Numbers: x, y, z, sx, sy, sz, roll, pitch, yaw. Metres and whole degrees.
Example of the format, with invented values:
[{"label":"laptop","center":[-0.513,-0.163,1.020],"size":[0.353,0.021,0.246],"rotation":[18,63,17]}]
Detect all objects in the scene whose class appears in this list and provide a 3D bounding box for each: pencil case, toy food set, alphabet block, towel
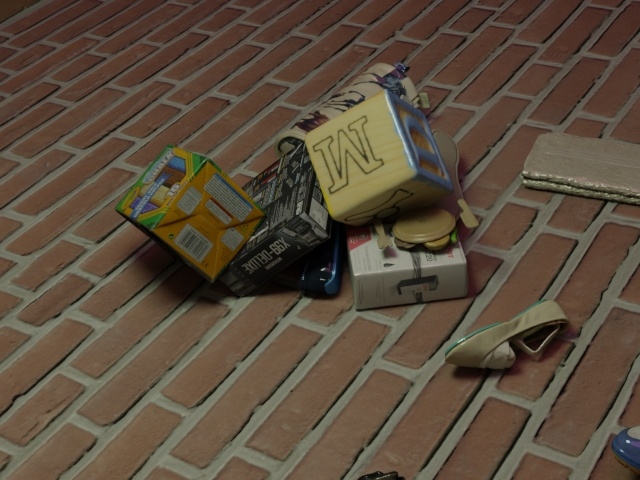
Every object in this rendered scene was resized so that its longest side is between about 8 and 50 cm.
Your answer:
[{"label":"pencil case","center":[0.070,-0.263,2.327],"size":[0.183,0.160,0.410],"rotation":[6,35,41]},{"label":"toy food set","center":[0.199,-0.019,1.933],"size":[0.192,0.039,0.132],"rotation":[-12,29,0]},{"label":"alphabet block","center":[0.116,-0.150,1.983],"size":[0.197,0.192,0.194],"rotation":[-27,67,23]},{"label":"towel","center":[0.587,-0.157,2.194],"size":[0.282,0.049,0.187],"rotation":[13,42,23]}]

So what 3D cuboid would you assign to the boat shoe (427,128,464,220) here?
[{"label":"boat shoe","center":[0.238,-0.106,2.163],"size":[0.112,0.095,0.335],"rotation":[28,40,-13]}]

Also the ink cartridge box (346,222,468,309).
[{"label":"ink cartridge box","center":[0.165,0.042,1.956],"size":[0.217,0.092,0.159],"rotation":[-6,36,-2]}]

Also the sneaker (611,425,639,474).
[{"label":"sneaker","center":[0.584,0.285,1.496],"size":[0.296,0.131,0.112],"rotation":[2,26,1]}]

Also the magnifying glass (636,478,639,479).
[{"label":"magnifying glass","center":[0.479,0.377,1.507],"size":[0.230,0.026,0.092],"rotation":[-4,36,6]}]

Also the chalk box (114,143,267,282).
[{"label":"chalk box","center":[-0.272,-0.065,2.023],"size":[0.179,0.180,0.289],"rotation":[-51,30,-8]}]

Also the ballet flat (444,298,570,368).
[{"label":"ballet flat","center":[0.334,0.176,1.765],"size":[0.248,0.086,0.086],"rotation":[-24,39,-23]}]

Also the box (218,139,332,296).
[{"label":"box","center":[-0.081,-0.059,2.041],"size":[0.242,0.076,0.307],"rotation":[-35,26,27]}]

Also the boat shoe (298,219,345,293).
[{"label":"boat shoe","center":[0.000,0.000,2.030],"size":[0.089,0.109,0.258],"rotation":[-4,34,10]}]

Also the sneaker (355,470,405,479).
[{"label":"sneaker","center":[0.103,0.417,1.429],"size":[0.087,0.130,0.227],"rotation":[-18,40,-11]}]
